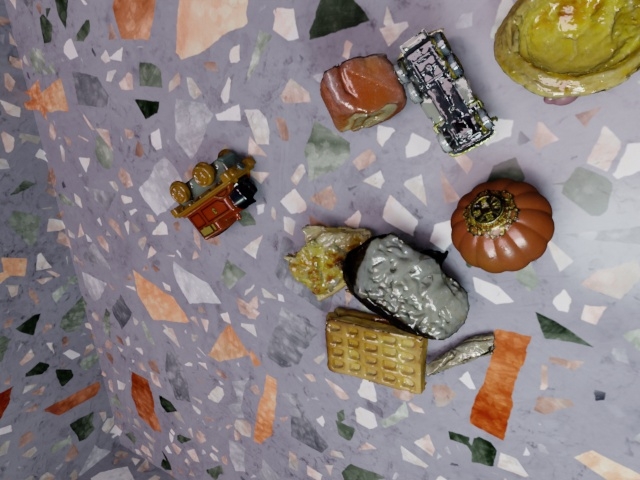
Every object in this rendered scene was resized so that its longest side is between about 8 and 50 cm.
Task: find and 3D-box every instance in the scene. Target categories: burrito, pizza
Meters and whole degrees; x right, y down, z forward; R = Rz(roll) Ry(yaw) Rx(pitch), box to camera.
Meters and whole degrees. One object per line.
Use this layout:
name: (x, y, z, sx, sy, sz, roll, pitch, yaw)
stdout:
burrito: (0.399, 0.327, 1.171, 0.063, 0.058, 0.229, 45, 118, -9)
pizza: (0.012, 0.066, 1.252, 0.223, 0.089, 0.323, 24, 126, -15)

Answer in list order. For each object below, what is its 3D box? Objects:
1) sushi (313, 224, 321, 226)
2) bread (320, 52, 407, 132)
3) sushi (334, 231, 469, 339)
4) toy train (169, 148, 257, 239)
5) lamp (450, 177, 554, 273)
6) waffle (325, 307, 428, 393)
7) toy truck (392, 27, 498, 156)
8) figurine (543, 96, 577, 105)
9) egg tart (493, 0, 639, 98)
sushi: (0.003, -0.002, 1.301, 0.118, 0.061, 0.060, 59, 148, 22)
bread: (0.100, -0.345, 1.003, 0.190, 0.244, 0.123, -15, 94, -1)
sushi: (0.229, 0.115, 1.112, 0.348, 0.234, 0.207, 38, 168, -4)
toy train: (-0.360, -0.148, 1.408, 0.369, 0.163, 0.231, -25, 107, 36)
lamp: (0.408, -0.034, 0.942, 0.223, 0.196, 0.223, -17, 61, 33)
waffle: (0.175, 0.343, 1.304, 0.328, 0.098, 0.224, 6, 113, 28)
toy truck: (0.283, -0.338, 0.933, 0.124, 0.157, 0.272, -28, 105, 34)
figurine: (0.498, -0.313, 0.853, 0.071, 0.067, 0.083, 44, 93, -2)
egg tart: (0.481, -0.381, 0.790, 0.279, 0.095, 0.278, -5, 75, 19)
